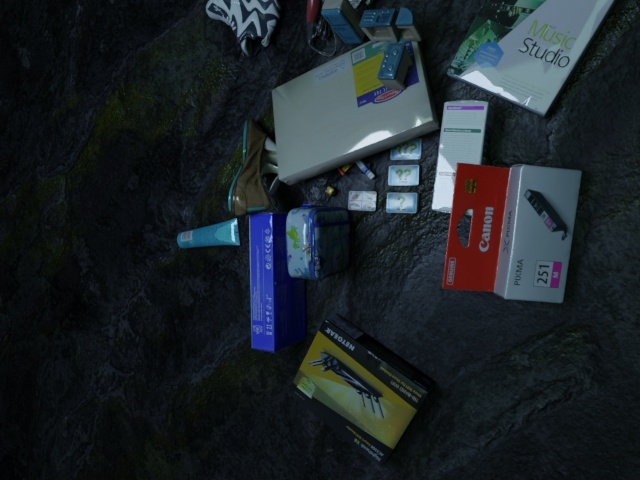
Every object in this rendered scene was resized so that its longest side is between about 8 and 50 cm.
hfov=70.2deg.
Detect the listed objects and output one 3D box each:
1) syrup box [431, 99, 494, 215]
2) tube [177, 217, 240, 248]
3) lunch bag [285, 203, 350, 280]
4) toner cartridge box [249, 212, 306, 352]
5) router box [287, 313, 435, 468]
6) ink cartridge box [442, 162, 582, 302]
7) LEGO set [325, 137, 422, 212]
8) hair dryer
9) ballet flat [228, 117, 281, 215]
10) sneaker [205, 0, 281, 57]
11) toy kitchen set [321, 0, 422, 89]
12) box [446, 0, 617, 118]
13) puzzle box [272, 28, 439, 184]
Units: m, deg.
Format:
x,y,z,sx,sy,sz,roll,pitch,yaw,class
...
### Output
x,y,z,sx,sy,sz,roll,pitch,yaw,class
0.314,-0.178,1.002,0.096,0.093,0.237,10,98,27,syrup box
-0.337,-0.013,1.382,0.206,0.052,0.080,-8,95,23,tube
0.000,0.000,1.107,0.090,0.219,0.176,1,93,27,lunch bag
-0.109,0.100,1.202,0.075,0.165,0.349,1,93,27,toner cartridge box
0.095,0.374,1.160,0.308,0.081,0.243,32,107,22,router box
0.389,-0.018,0.934,0.238,0.060,0.276,4,96,-5,ink cartridge box
0.122,-0.163,1.127,0.244,0.060,0.183,5,92,28,LEGO set
-0.015,-0.628,1.109,0.223,0.080,0.294,-41,92,24,hair dryer
-0.157,-0.195,1.194,0.123,0.343,0.116,4,136,-4,ballet flat
-0.226,-0.584,1.255,0.234,0.094,0.153,12,90,16,sneaker
0.098,-0.437,1.010,0.207,0.122,0.166,16,85,34,toy kitchen set
0.444,-0.448,0.937,0.232,0.058,0.322,33,107,22,box
0.066,-0.321,1.105,0.408,0.052,0.273,-16,69,28,puzzle box
